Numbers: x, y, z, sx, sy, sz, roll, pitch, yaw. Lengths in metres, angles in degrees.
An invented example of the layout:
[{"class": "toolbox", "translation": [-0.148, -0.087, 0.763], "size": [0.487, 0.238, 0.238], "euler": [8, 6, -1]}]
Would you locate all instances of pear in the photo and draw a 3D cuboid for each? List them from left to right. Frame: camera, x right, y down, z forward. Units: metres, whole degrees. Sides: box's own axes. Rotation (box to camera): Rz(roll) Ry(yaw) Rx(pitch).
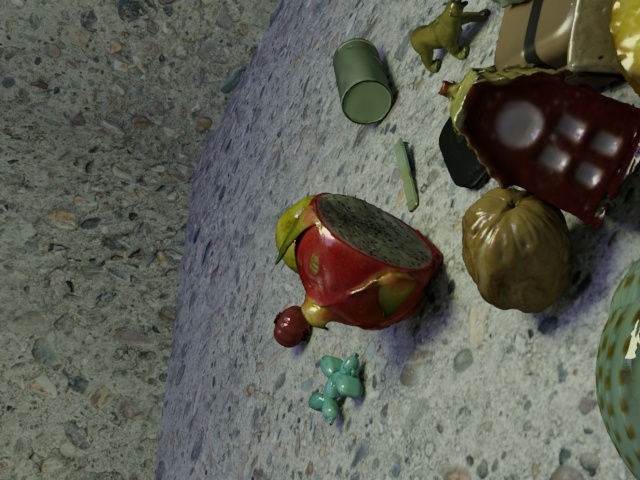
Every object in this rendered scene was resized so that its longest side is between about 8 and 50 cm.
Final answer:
[{"class": "pear", "translation": [0.000, 0.000, 1.637], "size": [0.197, 0.197, 0.197], "euler": [-50, 30, 44]}]

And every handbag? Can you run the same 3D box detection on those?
[{"class": "handbag", "translation": [0.396, -0.371, 1.016], "size": [0.283, 0.149, 0.302], "euler": [-1, 71, 66]}]

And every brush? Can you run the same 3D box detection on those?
[{"class": "brush", "translation": [0.186, -0.138, 1.500], "size": [0.033, 0.030, 0.178], "euler": [-40, 47, 41]}]

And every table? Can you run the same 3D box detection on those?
[{"class": "table", "translation": [0.102, -0.399, 1.772], "size": [0.126, 0.126, 0.220], "euler": [-57, 26, 33]}]

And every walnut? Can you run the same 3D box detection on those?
[{"class": "walnut", "translation": [0.271, 0.019, 0.986], "size": [0.155, 0.155, 0.184], "euler": [-105, -4, -54]}]

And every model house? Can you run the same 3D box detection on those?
[{"class": "model house", "translation": [0.272, -0.147, 0.922], "size": [0.196, 0.254, 0.160], "euler": [-58, -10, -71]}]

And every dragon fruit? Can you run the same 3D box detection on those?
[{"class": "dragon fruit", "translation": [0.067, 0.048, 1.315], "size": [0.189, 0.290, 0.291], "euler": [-62, 23, 27]}]

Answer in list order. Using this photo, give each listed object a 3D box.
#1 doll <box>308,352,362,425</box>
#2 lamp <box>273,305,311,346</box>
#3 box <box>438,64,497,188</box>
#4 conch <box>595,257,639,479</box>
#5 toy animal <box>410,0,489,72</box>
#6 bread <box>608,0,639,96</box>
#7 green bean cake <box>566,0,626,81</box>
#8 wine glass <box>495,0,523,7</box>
[{"class": "doll", "translation": [0.037, 0.298, 1.468], "size": [0.159, 0.059, 0.158], "euler": [-70, 20, 2]}, {"class": "lamp", "translation": [-0.070, 0.213, 1.751], "size": [0.107, 0.092, 0.107], "euler": [-57, -12, -19]}, {"class": "box", "translation": [0.287, -0.208, 1.285], "size": [0.212, 0.042, 0.201], "euler": [-97, 30, -48]}, {"class": "conch", "translation": [0.366, 0.097, 0.639], "size": [0.303, 0.215, 0.319], "euler": [-61, 23, 0]}, {"class": "toy animal", "translation": [0.255, -0.430, 1.458], "size": [0.218, 0.101, 0.103], "euler": [0, 71, 68]}, {"class": "bread", "translation": [0.464, -0.246, 0.659], "size": [0.398, 0.215, 0.398], "euler": [-39, 44, 52]}, {"class": "green bean cake", "translation": [0.355, -0.287, 0.857], "size": [0.109, 0.085, 0.179], "euler": [-19, -64, -62]}, {"class": "wine glass", "translation": [0.287, -0.361, 1.033], "size": [0.039, 0.042, 0.083], "euler": [-36, 12, -13]}]
